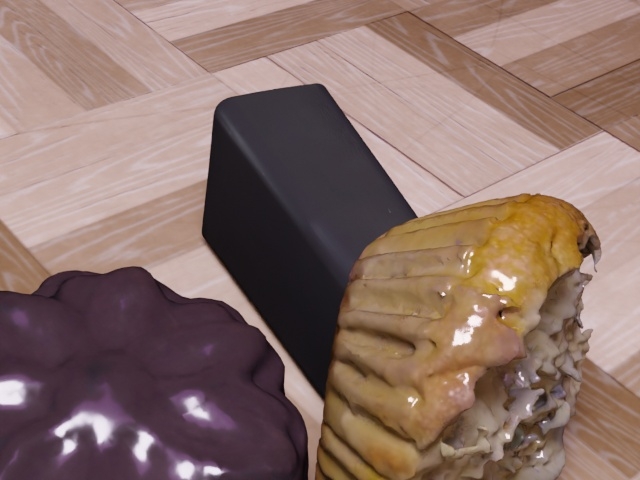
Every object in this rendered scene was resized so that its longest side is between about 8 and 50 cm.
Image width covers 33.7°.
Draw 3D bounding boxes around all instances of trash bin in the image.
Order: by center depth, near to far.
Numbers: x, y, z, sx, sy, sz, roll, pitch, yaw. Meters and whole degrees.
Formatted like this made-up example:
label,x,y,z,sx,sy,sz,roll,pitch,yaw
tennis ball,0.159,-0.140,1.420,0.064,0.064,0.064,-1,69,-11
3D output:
label,x,y,z,sx,sy,sz,roll,pitch,yaw
trash bin,0.000,0.000,0.898,0.115,0.165,0.225,-14,47,-27

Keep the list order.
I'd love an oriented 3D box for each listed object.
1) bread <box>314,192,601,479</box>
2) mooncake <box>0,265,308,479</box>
label,x,y,z,sx,sy,sz,roll,pitch,yaw
bread,0.097,0.089,0.730,0.149,0.274,0.274,19,39,26
mooncake,-0.143,0.143,0.712,0.283,0.141,0.283,6,42,-5
